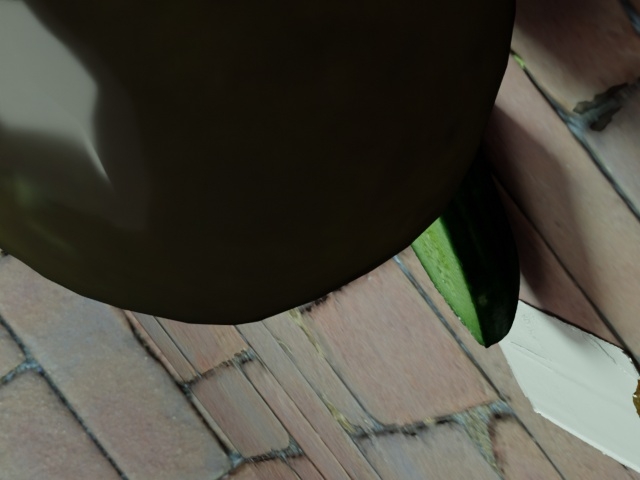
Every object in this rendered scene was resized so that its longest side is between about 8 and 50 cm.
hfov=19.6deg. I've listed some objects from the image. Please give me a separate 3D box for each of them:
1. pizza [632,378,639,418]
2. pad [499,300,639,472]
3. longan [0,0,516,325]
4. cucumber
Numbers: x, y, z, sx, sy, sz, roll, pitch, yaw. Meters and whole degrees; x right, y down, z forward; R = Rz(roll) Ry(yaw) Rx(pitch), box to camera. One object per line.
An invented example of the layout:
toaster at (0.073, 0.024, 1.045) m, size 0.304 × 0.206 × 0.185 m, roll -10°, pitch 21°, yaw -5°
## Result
pizza at (0.250, 0.110, 1.106) m, size 0.127 × 0.058 × 0.246 m, roll 56°, pitch 164°, yaw -11°
pad at (0.194, 0.109, 1.398) m, size 0.156 × 0.004 × 0.232 m, roll 59°, pitch 165°, yaw -26°
longan at (-0.072, -0.149, 0.959) m, size 0.404 × 0.336 × 0.404 m, roll -13°, pitch -90°, yaw -75°
cucumber at (0.091, -0.022, 1.281) m, size 0.115 × 0.063 × 0.244 m, roll 49°, pitch 168°, yaw 43°
